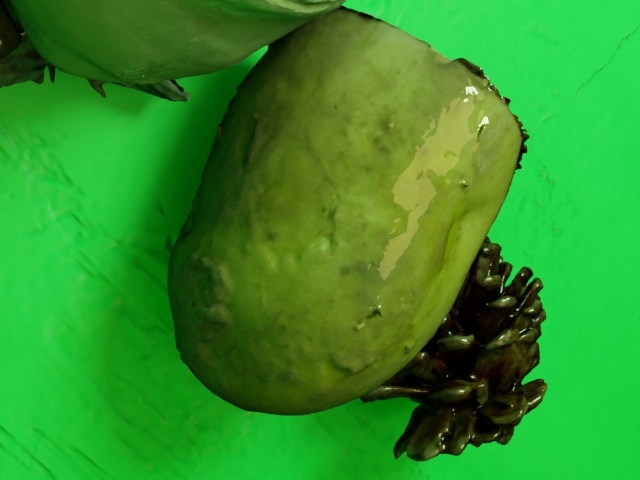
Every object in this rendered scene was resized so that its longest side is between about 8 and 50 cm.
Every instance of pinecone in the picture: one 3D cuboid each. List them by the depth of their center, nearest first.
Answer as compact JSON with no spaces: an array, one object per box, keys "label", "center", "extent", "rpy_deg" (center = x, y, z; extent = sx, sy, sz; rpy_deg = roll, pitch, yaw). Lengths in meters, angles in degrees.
[{"label":"pinecone","center":[0.109,0.087,0.953],"extent":[0.150,0.179,0.195],"rpy_deg":[10,91,-3]}]

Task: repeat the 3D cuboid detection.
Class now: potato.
[{"label":"potato","center":[0.000,0.000,0.836],"extent":[0.229,0.229,0.266],"rpy_deg":[36,79,-34]}]

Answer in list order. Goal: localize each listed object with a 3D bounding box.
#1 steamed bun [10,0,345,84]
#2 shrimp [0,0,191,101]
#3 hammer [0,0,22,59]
[{"label":"steamed bun","center":[-0.041,-0.252,0.682],"extent":[0.324,0.219,0.309],"rpy_deg":[-36,129,-48]},{"label":"shrimp","center":[-0.227,-0.142,0.747],"extent":[0.317,0.062,0.164],"rpy_deg":[28,92,-30]},{"label":"hammer","center":[-0.285,-0.292,0.617],"extent":[0.168,0.044,0.439],"rpy_deg":[-17,115,14]}]
